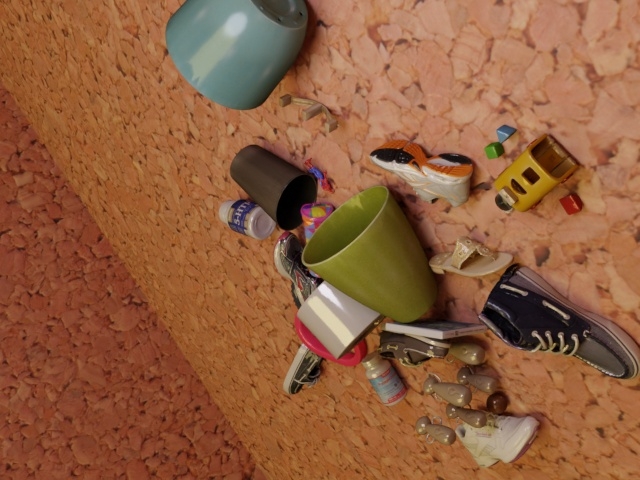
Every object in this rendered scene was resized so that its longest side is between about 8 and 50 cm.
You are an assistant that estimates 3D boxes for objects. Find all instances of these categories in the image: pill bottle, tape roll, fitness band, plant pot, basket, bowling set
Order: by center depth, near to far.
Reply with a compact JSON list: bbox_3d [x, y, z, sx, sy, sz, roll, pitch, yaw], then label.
[{"bbox_3d":[-0.170,-0.488,1.452,0.235,0.293,0.293,-35,90,42],"label":"plant pot"},{"bbox_3d":[0.151,0.061,1.581,0.293,0.274,0.275,47,150,-18],"label":"plant pot"},{"bbox_3d":[0.374,0.414,1.669,0.200,0.286,0.154,32,166,-30],"label":"bowling set"},{"bbox_3d":[0.078,0.190,1.767,0.169,0.246,0.246,45,146,13],"label":"tape roll"},{"bbox_3d":[-0.142,-0.165,1.819,0.227,0.154,0.204,39,151,29],"label":"basket"},{"bbox_3d":[0.196,0.428,1.976,0.160,0.087,0.087,58,147,-6],"label":"pill bottle"},{"bbox_3d":[-0.241,-0.075,2.052,0.187,0.112,0.111,17,132,42],"label":"pill bottle"},{"bbox_3d":[0.028,0.311,2.106,0.291,0.054,0.208,16,133,38],"label":"fitness band"}]

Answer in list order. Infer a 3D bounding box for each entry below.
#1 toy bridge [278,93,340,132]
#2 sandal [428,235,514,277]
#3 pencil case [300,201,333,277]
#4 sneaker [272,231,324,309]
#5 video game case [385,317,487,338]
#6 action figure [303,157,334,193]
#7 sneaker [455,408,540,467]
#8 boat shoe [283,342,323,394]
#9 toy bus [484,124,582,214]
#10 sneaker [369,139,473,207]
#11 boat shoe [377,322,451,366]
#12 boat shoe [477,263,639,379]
[{"bbox_3d":[-0.019,-0.324,1.592,0.188,0.063,0.026,34,142,31],"label":"toy bridge"},{"bbox_3d":[0.325,0.029,1.455,0.240,0.088,0.079,-5,121,59],"label":"sandal"},{"bbox_3d":[0.000,0.000,1.831,0.104,0.104,0.236,28,138,35],"label":"pencil case"},{"bbox_3d":[-0.045,0.097,1.965,0.112,0.121,0.299,1,127,43],"label":"sneaker"},{"bbox_3d":[0.292,0.220,1.603,0.190,0.173,0.022,1,92,51],"label":"video game case"},{"bbox_3d":[0.000,-0.175,1.735,0.115,0.030,0.038,55,153,-10],"label":"action figure"},{"bbox_3d":[0.461,0.517,1.695,0.152,0.114,0.305,47,146,10],"label":"sneaker"},{"bbox_3d":[-0.048,0.481,2.313,0.105,0.113,0.306,35,127,17],"label":"boat shoe"},{"bbox_3d":[0.392,-0.109,1.230,0.191,0.104,0.202,15,130,45],"label":"toy bus"},{"bbox_3d":[0.220,-0.142,1.431,0.263,0.099,0.121,25,142,39],"label":"sneaker"},{"bbox_3d":[0.243,0.288,1.694,0.117,0.096,0.324,18,173,-18],"label":"boat shoe"},{"bbox_3d":[0.493,0.205,1.335,0.341,0.158,0.127,37,143,25],"label":"boat shoe"}]
